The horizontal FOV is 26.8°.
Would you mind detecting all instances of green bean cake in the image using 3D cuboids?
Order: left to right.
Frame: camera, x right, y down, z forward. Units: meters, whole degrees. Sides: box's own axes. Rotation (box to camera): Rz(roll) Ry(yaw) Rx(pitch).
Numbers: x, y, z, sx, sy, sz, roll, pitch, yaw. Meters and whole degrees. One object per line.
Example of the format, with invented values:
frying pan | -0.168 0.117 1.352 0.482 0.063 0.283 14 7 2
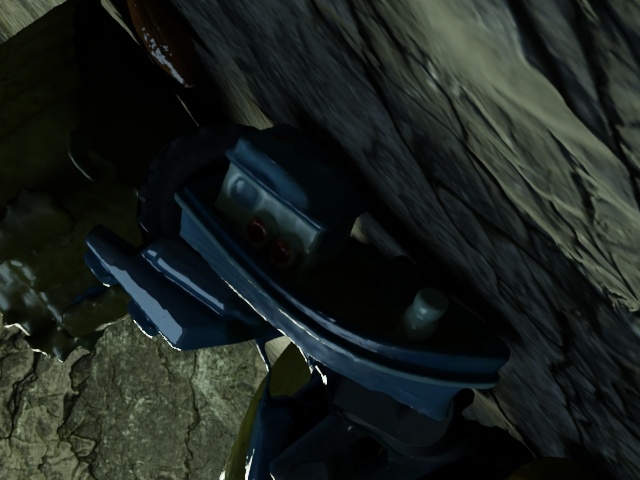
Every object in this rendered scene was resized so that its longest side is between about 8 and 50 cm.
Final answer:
green bean cake | -0.201 -0.020 1.152 0.285 0.202 0.310 55 -168 -30

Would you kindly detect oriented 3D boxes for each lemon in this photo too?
lemon | 0.152 0.181 0.867 0.082 0.082 0.111 46 165 25

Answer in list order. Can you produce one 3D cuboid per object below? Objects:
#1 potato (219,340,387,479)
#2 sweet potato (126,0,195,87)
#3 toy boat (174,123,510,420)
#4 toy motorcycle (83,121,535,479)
potato | -0.020 0.249 1.428 0.213 0.280 0.330 43 171 27
sweet potato | -0.113 -0.150 0.955 0.095 0.034 0.034 61 172 -1
toy boat | 0.019 0.015 0.829 0.238 0.098 0.109 38 -147 23
toy motorcycle | -0.019 0.123 0.981 0.416 0.232 0.172 52 -178 -12
